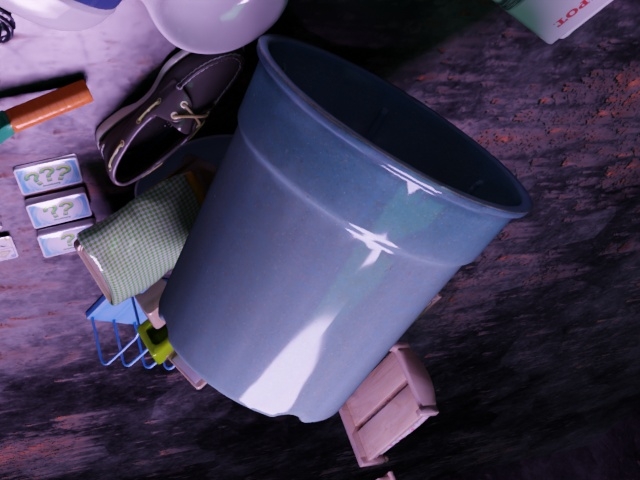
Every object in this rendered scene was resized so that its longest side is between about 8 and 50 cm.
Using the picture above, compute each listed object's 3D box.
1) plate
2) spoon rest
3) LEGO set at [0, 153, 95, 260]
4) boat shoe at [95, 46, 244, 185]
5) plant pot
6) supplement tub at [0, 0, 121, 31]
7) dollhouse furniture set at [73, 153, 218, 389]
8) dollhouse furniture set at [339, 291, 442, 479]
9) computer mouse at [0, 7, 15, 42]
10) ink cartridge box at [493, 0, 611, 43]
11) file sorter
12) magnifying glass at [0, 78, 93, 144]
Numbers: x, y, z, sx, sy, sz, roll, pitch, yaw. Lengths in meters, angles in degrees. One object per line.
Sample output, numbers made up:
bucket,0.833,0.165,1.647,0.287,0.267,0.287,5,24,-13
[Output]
plate,-0.154,-0.085,1.219,0.188,0.024,0.188,-16,150,-9
spoon rest,-0.139,-0.256,0.885,0.137,0.084,0.276,-35,147,24
LEGO set,-0.409,-0.010,1.155,0.244,0.060,0.182,-13,146,-12
boat shoe,-0.167,-0.147,1.062,0.228,0.068,0.081,-36,147,25
plant pot,0.000,0.000,1.041,0.341,0.341,0.334,13,117,-44
supplement tub,-0.146,-0.321,0.593,0.316,0.228,0.228,-46,144,15
dollhouse furniture set,-0.162,0.058,1.208,0.197,0.151,0.301,-41,153,-17
dollhouse furniture set,0.178,0.230,1.611,0.174,0.355,0.303,2,143,-36
computer mouse,-0.437,-0.164,0.878,0.188,0.072,0.272,21,119,-47
ink cartridge box,0.228,-0.344,0.932,0.198,0.115,0.273,-37,146,28
file sorter,-0.254,0.134,1.439,0.170,0.104,0.118,13,136,-44
magnifying glass,-0.357,-0.117,0.992,0.231,0.092,0.026,-26,149,-11
